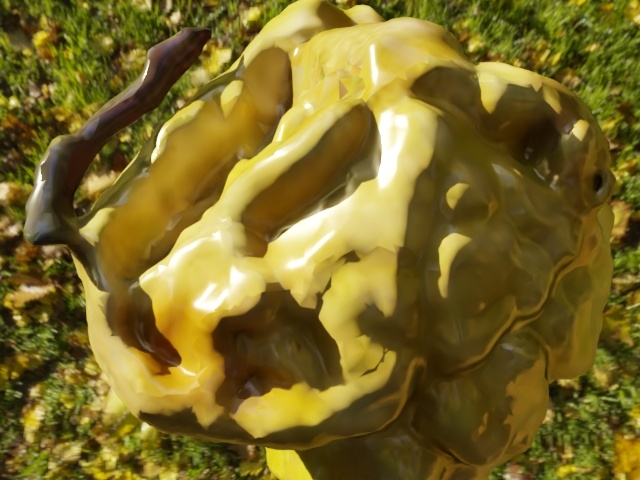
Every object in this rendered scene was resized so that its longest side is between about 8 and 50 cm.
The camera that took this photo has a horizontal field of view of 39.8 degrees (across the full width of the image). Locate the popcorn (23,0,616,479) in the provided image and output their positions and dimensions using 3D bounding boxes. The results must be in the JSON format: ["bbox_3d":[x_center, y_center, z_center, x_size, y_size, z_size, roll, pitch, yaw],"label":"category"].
[{"bbox_3d":[0.000,0.000,0.582,0.381,0.349,0.349,14,74,-32],"label":"popcorn"}]
